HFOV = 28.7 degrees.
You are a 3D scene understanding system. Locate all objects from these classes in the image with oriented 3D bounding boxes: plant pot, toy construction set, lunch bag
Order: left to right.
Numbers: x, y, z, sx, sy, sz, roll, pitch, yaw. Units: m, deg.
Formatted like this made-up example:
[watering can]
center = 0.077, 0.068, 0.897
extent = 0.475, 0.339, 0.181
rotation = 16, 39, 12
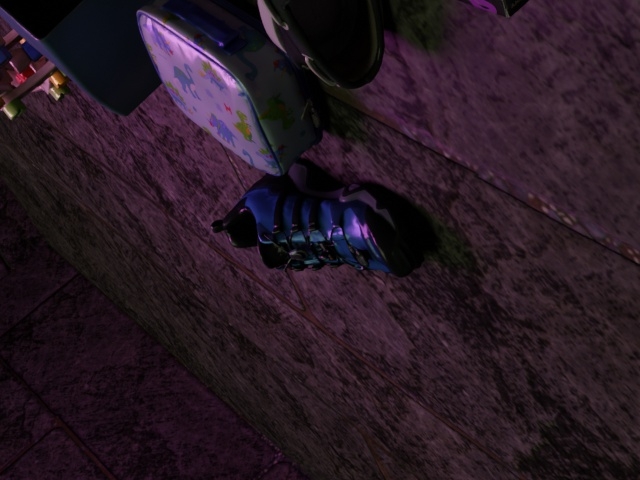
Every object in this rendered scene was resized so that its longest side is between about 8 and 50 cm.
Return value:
[toy construction set]
center = -0.453, -0.258, 1.891
extent = 0.151, 0.215, 0.327
rotation = 54, 163, -16
[plant pot]
center = -0.274, -0.269, 1.511
extent = 0.165, 0.165, 0.234
rotation = 40, 170, 28
[lunch bag]
center = -0.098, -0.181, 1.360
extent = 0.219, 0.090, 0.176
rotation = 37, 161, 37

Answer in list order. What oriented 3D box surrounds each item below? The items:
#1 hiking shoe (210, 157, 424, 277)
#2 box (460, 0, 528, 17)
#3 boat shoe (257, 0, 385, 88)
[hiking shoe]
center = 0.000, 0.000, 1.435
extent = 0.304, 0.132, 0.113
rotation = 24, 150, 56
[box]
center = 0.074, -0.231, 0.905
extent = 0.162, 0.029, 0.116
rotation = 34, 159, 46
[boat shoe]
center = -0.011, -0.232, 0.996
extent = 0.091, 0.114, 0.302
rotation = 43, 175, 29
